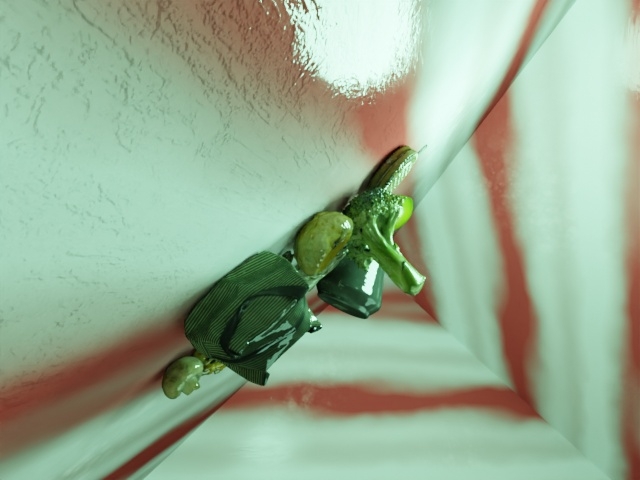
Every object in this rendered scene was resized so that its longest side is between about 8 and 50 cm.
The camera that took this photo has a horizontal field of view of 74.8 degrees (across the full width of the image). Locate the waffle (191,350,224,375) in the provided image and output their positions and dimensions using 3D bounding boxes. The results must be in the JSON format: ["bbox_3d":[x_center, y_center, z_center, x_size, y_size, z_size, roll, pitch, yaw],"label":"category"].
[{"bbox_3d":[-0.268,0.371,1.535,0.382,0.095,0.379,-29,161,3],"label":"waffle"}]

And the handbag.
[{"bbox_3d":[-0.167,0.209,1.132,0.341,0.240,0.247,-41,138,-24],"label":"handbag"}]

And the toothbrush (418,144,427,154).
[{"bbox_3d":[0.404,-0.346,1.945,0.294,0.028,0.026,-50,170,-13],"label":"toothbrush"}]

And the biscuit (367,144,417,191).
[{"bbox_3d":[0.283,-0.263,1.645,0.259,0.079,0.259,-44,168,-12],"label":"biscuit"}]

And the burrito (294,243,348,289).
[{"bbox_3d":[-0.005,0.092,1.705,0.392,0.117,0.076,-44,-178,-19],"label":"burrito"}]

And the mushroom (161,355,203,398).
[{"bbox_3d":[-0.435,0.434,1.327,0.148,0.112,0.148,-36,167,-10],"label":"mushroom"}]

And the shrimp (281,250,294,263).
[{"bbox_3d":[-0.151,0.123,1.465,0.296,0.058,0.169,-50,176,31],"label":"shrimp"}]

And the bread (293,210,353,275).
[{"bbox_3d":[0.000,0.000,1.393,0.244,0.134,0.244,-47,166,-15],"label":"bread"}]

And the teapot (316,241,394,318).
[{"bbox_3d":[0.157,0.140,1.892,0.361,0.306,0.376,-62,-166,-17],"label":"teapot"}]

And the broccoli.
[{"bbox_3d":[0.227,-0.016,1.507,0.275,0.353,0.397,-33,-149,-2],"label":"broccoli"}]

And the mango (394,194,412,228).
[{"bbox_3d":[0.412,-0.163,2.251,0.192,0.156,0.343,-45,175,37],"label":"mango"}]
